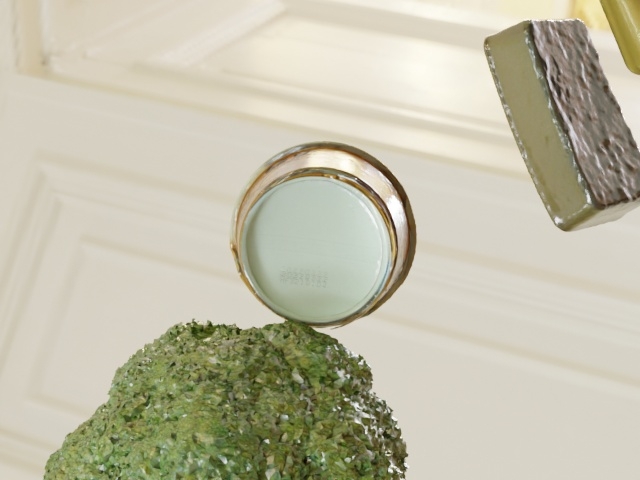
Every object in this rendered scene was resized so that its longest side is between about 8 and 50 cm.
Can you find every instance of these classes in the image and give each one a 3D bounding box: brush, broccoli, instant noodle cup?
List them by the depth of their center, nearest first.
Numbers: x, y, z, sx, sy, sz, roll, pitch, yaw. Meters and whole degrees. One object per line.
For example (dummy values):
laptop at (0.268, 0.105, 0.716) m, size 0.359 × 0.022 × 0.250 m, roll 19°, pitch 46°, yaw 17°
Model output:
brush at (0.231, -0.111, 1.238) m, size 0.123 × 0.059 × 0.197 m, roll -13°, pitch -101°, yaw -48°
broccoli at (-0.084, 0.246, 1.315) m, size 0.310 × 0.321 × 0.413 m, roll 29°, pitch -143°, yaw -42°
instant noodle cup at (0.000, 0.000, 1.457) m, size 0.172 × 0.216 × 0.215 m, roll -67°, pitch -11°, yaw -85°

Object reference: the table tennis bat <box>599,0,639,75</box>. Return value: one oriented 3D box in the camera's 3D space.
table tennis bat at (0.228, -0.285, 1.166) m, size 0.321 × 0.198 × 0.050 m, roll 57°, pitch -177°, yaw -21°
